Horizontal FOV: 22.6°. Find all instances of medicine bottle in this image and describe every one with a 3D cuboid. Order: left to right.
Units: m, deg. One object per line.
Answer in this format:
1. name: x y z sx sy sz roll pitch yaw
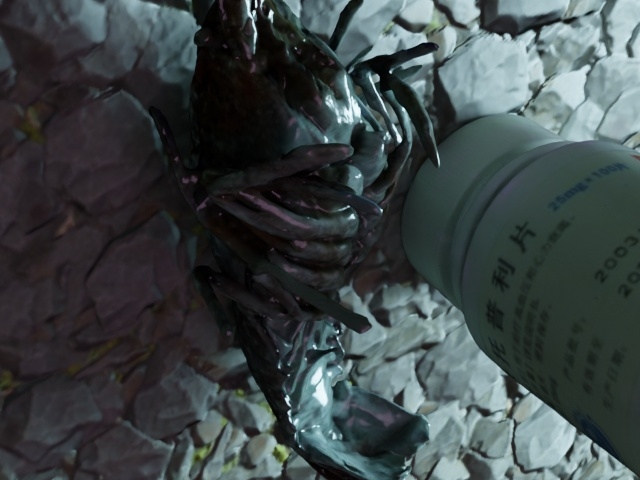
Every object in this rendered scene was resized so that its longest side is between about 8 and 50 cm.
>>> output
1. medicine bottle: 0.185 0.031 1.009 0.170 0.293 0.170 -16 123 -26

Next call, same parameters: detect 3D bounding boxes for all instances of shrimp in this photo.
1. shrimp: -0.004 -0.003 0.959 0.410 0.166 0.221 94 23 -44
